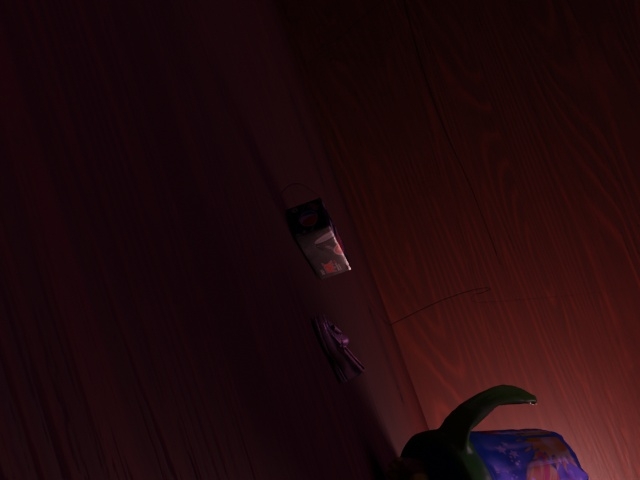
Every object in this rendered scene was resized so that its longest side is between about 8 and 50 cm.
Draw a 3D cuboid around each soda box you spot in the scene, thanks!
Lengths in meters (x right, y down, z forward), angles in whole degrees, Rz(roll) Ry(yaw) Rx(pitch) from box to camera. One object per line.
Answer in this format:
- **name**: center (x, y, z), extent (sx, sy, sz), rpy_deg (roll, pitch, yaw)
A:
- **soda box**: center (0.000, 0.000, 1.535), extent (0.169, 0.060, 0.053), rpy_deg (61, 11, -62)

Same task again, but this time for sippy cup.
- **sippy cup**: center (0.266, 0.380, 1.453), extent (0.240, 0.224, 0.305), rpy_deg (66, -31, 32)

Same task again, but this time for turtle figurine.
- **turtle figurine**: center (0.135, 0.384, 1.297), extent (0.217, 0.087, 0.270), rpy_deg (-99, 168, -66)

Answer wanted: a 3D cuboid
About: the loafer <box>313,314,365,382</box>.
- **loafer**: center (0.026, 0.145, 1.351), extent (0.045, 0.039, 0.125), rpy_deg (-103, 171, -53)
